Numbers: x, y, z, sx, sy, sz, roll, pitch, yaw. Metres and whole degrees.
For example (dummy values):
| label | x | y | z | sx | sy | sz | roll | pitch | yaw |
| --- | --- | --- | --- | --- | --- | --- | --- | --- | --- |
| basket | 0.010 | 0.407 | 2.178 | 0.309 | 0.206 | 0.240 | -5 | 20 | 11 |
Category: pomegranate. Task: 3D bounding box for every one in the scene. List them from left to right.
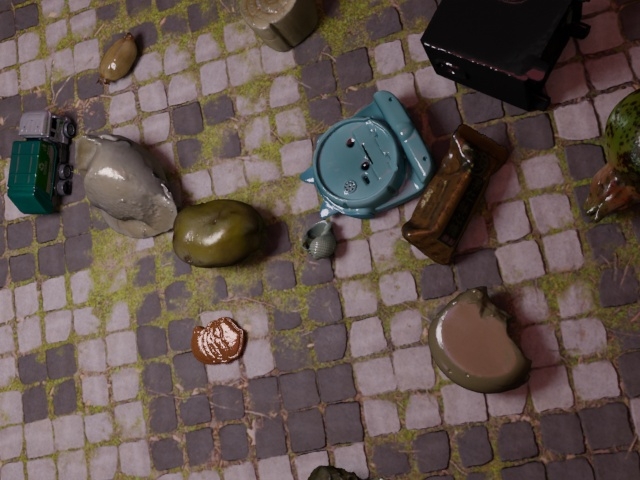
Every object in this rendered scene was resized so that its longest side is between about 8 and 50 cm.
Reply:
| label | x | y | z | sx | sy | sz | roll | pitch | yaw |
| --- | --- | --- | --- | --- | --- | --- | --- | --- | --- |
| pomegranate | 0.606 | -0.143 | 1.304 | 0.204 | 0.276 | 0.221 | -7 | 53 | -21 |

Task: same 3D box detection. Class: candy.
| label | x | y | z | sx | sy | sz | roll | pitch | yaw |
| --- | --- | --- | --- | --- | --- | --- | --- | --- | --- |
| candy | 0.264 | -0.094 | 1.426 | 0.271 | 0.143 | 0.101 | -59 | 31 | 0 |

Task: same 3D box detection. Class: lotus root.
| label | x | y | z | sx | sy | sz | roll | pitch | yaw |
| --- | --- | --- | --- | --- | --- | --- | --- | --- | --- |
| lotus root | -0.494 | -0.436 | 1.759 | 0.073 | 0.062 | 0.150 | 36 | 94 | 27 |

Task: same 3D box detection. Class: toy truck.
| label | x | y | z | sx | sy | sz | roll | pitch | yaw |
| --- | --- | --- | --- | --- | --- | --- | --- | --- | --- |
| toy truck | -0.681 | -0.189 | 1.753 | 0.114 | 0.124 | 0.253 | 2 | 84 | 16 |

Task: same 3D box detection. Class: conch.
| label | x | y | z | sx | sy | sz | roll | pitch | yaw |
| --- | --- | --- | --- | --- | --- | --- | --- | --- | --- |
| conch | 0.001 | 0.004 | 1.531 | 0.076 | 0.056 | 0.085 | 11 | 54 | 36 |

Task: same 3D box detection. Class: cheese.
| label | x | y | z | sx | sy | sz | roll | pitch | yaw |
| --- | --- | --- | --- | --- | --- | --- | --- | --- | --- |
| cheese | 0.309 | 0.205 | 1.380 | 0.175 | 0.091 | 0.202 | -44 | 73 | 7 |

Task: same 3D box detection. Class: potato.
| label | x | y | z | sx | sy | sz | roll | pitch | yaw |
| --- | --- | --- | --- | --- | --- | --- | --- | --- | --- |
| potato | -0.223 | -0.016 | 1.564 | 0.201 | 0.137 | 0.154 | 1 | 81 | 20 |

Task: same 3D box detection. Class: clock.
| label | x | y | z | sx | sy | sz | roll | pitch | yaw |
| --- | --- | --- | --- | --- | --- | --- | --- | --- | --- |
| clock | 0.088 | -0.159 | 1.507 | 0.274 | 0.094 | 0.223 | -32 | 72 | 10 |

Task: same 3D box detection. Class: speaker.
| label | x | y | z | sx | sy | sz | roll | pitch | yaw |
| --- | --- | --- | --- | --- | --- | --- | --- | --- | --- |
| speaker | 0.366 | -0.409 | 1.408 | 0.254 | 0.184 | 0.232 | 29 | 91 | 22 |

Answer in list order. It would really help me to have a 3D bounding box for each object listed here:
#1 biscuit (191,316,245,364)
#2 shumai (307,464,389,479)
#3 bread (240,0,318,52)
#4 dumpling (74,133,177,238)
| label | x | y | z | sx | sy | sz | roll | pitch | yaw |
| --- | --- | --- | --- | --- | --- | --- | --- | --- | --- |
| biscuit | -0.226 | 0.223 | 1.590 | 0.131 | 0.019 | 0.102 | -14 | 79 | 15 |
| shumai | 0.079 | 0.551 | 1.378 | 0.218 | 0.189 | 0.255 | -14 | 61 | -2 |
| bread | -0.092 | -0.511 | 1.596 | 0.148 | 0.141 | 0.134 | -46 | 72 | 6 |
| dumpling | -0.461 | -0.111 | 1.659 | 0.227 | 0.175 | 0.243 | -55 | 52 | 35 |
